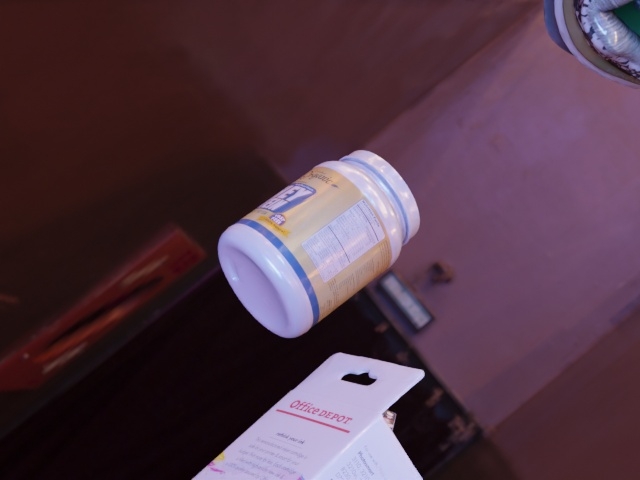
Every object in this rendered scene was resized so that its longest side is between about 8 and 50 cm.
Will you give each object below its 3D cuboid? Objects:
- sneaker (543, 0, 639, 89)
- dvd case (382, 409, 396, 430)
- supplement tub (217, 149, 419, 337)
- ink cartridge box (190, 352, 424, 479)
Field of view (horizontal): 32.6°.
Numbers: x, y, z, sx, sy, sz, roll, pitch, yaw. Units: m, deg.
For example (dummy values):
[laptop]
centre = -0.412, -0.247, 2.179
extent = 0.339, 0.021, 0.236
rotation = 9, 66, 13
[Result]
[sneaker]
centre = 0.329, -0.101, 0.650
extent = 0.410, 0.158, 0.182
rotation = 12, 27, 13
[dvd case]
centre = 0.030, 0.196, 0.830
extent = 0.013, 0.087, 0.119
rotation = 21, 31, 1
[supplement tub]
centre = 0.000, 0.000, 1.236
extent = 0.144, 0.199, 0.144
rotation = 40, -28, 26
[ink cartridge box]
centre = -0.014, 0.148, 0.639
extent = 0.104, 0.181, 0.061
rotation = 3, -51, 59
